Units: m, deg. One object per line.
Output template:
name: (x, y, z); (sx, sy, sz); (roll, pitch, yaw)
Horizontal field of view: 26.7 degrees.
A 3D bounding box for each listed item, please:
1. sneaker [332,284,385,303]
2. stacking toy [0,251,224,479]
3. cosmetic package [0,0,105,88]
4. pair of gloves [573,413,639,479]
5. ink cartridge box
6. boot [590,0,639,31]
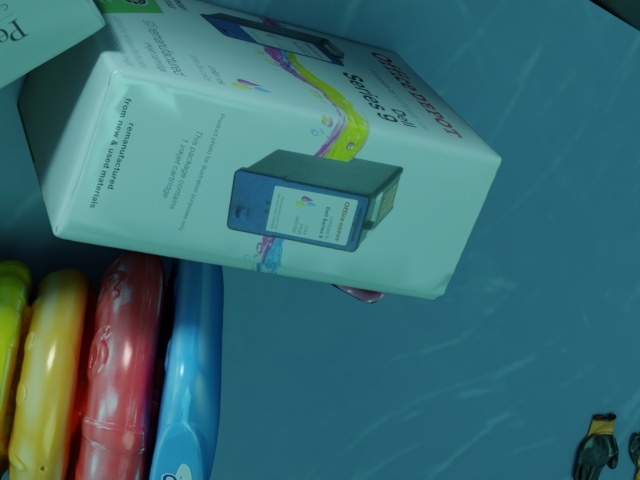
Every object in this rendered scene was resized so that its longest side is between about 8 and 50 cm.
sneaker: (0.000, 0.000, 0.819); (0.119, 0.057, 0.047); (35, 106, -33)
stacking toy: (-0.208, 0.072, 0.749); (0.302, 0.165, 0.175); (9, 128, -9)
cosmetic package: (-0.321, -0.111, 0.535); (0.377, 0.097, 0.284); (-30, 133, 1)
pair of gloves: (0.235, 0.163, 1.040); (0.083, 0.010, 0.074); (-3, 122, -18)
ink cartridge box: (-0.036, -0.056, 0.708); (0.212, 0.154, 0.093); (12, 114, -26)
boot: (0.094, -0.322, 0.493); (0.445, 0.146, 0.367); (31, 118, -31)
